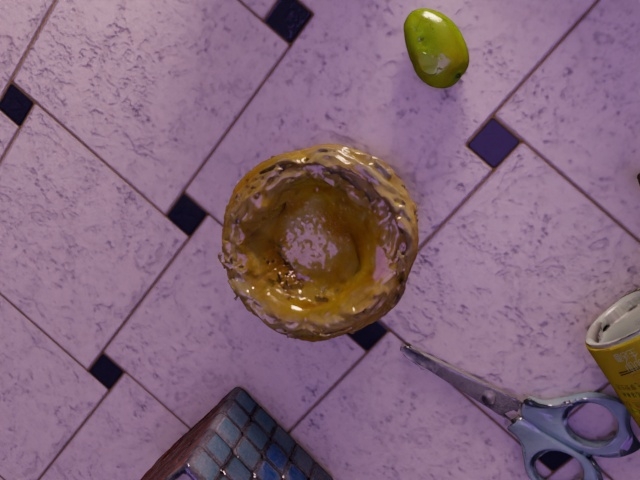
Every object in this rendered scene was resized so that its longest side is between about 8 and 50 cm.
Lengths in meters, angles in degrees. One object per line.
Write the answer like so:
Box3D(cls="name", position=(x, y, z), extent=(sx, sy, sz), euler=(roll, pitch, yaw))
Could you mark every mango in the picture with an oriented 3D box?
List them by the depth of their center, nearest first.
Box3D(cls="mango", position=(0.147, -0.250, 0.724), extent=(0.073, 0.056, 0.108), euler=(-34, 91, 12))

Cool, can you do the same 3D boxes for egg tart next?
Box3D(cls="egg tart", position=(0.000, 0.000, 0.784), extent=(0.288, 0.118, 0.288), euler=(3, 103, 14))

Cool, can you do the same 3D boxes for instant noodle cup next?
Box3D(cls="instant noodle cup", position=(0.464, 0.179, 0.692), extent=(0.215, 0.215, 0.236), euler=(-41, 83, 18))

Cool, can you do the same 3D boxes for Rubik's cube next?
Box3D(cls="Rubik's cube", position=(-0.154, 0.418, 0.856), extent=(0.238, 0.237, 0.237), euler=(-42, 92, 18))

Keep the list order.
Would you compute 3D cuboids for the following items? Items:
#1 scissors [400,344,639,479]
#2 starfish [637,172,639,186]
Box3D(cls="scissors", position=(0.277, 0.248, 0.827), extent=(0.360, 0.029, 0.191), euler=(28, 109, 4))
Box3D(cls="starfish", position=(0.468, -0.025, 0.696), extent=(0.190, 0.074, 0.146), euler=(28, 106, 5))
